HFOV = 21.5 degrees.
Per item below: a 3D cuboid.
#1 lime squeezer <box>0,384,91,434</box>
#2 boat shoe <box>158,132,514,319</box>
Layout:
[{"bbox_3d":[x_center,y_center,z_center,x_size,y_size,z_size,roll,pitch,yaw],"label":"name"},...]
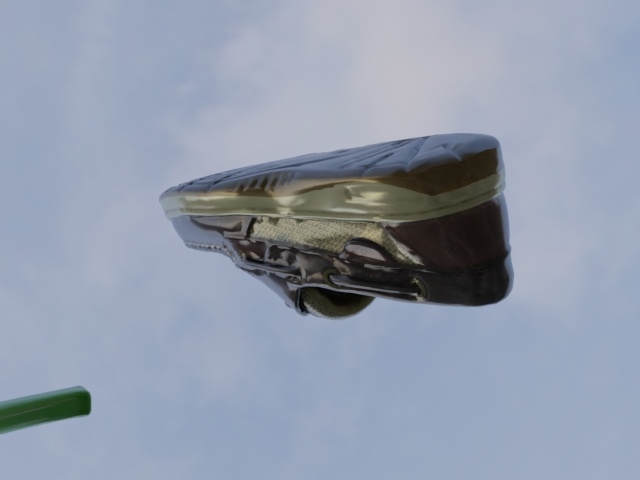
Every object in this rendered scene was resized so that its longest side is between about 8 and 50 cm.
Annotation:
[{"bbox_3d":[-0.243,0.084,0.743,0.310,0.110,0.059,-3,-68,-21],"label":"lime squeezer"},{"bbox_3d":[0.001,0.000,0.733,0.080,0.223,0.073,-17,-82,-33],"label":"boat shoe"}]
